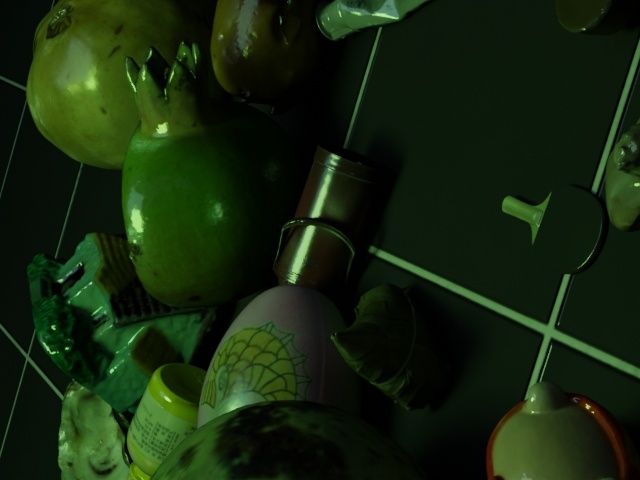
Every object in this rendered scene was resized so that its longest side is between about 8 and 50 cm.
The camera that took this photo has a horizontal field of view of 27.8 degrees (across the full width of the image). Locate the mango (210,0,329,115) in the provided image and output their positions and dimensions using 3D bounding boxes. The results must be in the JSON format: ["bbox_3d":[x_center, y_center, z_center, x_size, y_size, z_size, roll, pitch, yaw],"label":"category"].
[{"bbox_3d":[-0.062,-0.316,1.785,0.152,0.201,0.287,6,72,19],"label":"mango"}]

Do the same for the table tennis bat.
[{"bbox_3d":[0.233,-0.018,1.309,0.156,0.013,0.087,32,107,58],"label":"table tennis bat"}]

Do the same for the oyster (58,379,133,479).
[{"bbox_3d":[-0.330,0.293,2.038,0.204,0.111,0.396,-57,34,32],"label":"oyster"}]

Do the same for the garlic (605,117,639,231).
[{"bbox_3d":[0.335,-0.047,1.010,0.214,0.191,0.160,23,83,18],"label":"garlic"}]

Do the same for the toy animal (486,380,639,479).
[{"bbox_3d":[0.204,0.229,1.127,0.198,0.171,0.171,-65,31,34],"label":"toy animal"}]

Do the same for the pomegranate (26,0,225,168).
[{"bbox_3d":[-0.300,-0.263,2.038,0.332,0.332,0.333,-31,52,51],"label":"pomegranate"}]

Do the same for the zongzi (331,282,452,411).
[{"bbox_3d":[0.048,0.081,1.421,0.081,0.178,0.189,-43,40,18],"label":"zongzi"}]

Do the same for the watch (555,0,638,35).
[{"bbox_3d":[0.225,-0.394,1.163,0.314,0.326,0.335,-41,45,45],"label":"watch"}]

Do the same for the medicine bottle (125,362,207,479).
[{"bbox_3d":[-0.218,0.291,1.839,0.213,0.121,0.122,-65,32,20],"label":"medicine bottle"}]

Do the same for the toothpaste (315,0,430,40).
[{"bbox_3d":[0.098,-0.323,1.636,0.266,0.061,0.096,-20,60,48],"label":"toothpaste"}]

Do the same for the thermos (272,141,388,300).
[{"bbox_3d":[0.003,0.001,1.619,0.124,0.098,0.232,-50,-20,-76],"label":"thermos"}]

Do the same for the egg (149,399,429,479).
[{"bbox_3d":[-0.024,0.370,1.262,0.345,0.345,0.428,-27,71,53],"label":"egg"}]

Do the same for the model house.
[{"bbox_3d":[-0.267,0.077,1.934,0.249,0.230,0.280,-41,33,8],"label":"model house"}]

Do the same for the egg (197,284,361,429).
[{"bbox_3d":[-0.047,0.188,1.524,0.196,0.196,0.271,-33,46,50],"label":"egg"}]

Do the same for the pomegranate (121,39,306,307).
[{"bbox_3d":[-0.131,-0.088,1.685,0.310,0.216,0.359,-73,-22,-60],"label":"pomegranate"}]
